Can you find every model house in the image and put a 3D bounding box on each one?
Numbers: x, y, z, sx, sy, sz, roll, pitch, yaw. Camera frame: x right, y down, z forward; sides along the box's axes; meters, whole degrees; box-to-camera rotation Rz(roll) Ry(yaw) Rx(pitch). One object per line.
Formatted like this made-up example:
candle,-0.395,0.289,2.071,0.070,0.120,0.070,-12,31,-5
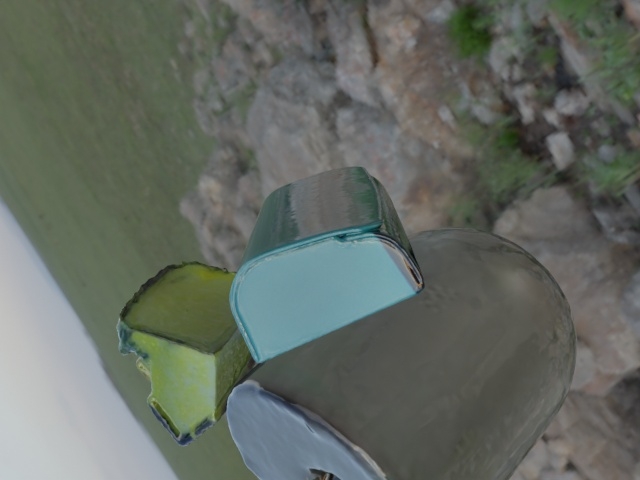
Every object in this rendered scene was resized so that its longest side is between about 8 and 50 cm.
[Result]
model house,-0.186,0.168,1.627,0.170,0.194,0.211,13,126,14

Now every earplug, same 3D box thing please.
earplug,0.123,0.163,1.340,0.312,0.394,0.313,33,151,22

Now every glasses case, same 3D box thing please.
glasses case,0.001,-0.001,0.806,0.301,0.117,0.070,-89,-25,-81
